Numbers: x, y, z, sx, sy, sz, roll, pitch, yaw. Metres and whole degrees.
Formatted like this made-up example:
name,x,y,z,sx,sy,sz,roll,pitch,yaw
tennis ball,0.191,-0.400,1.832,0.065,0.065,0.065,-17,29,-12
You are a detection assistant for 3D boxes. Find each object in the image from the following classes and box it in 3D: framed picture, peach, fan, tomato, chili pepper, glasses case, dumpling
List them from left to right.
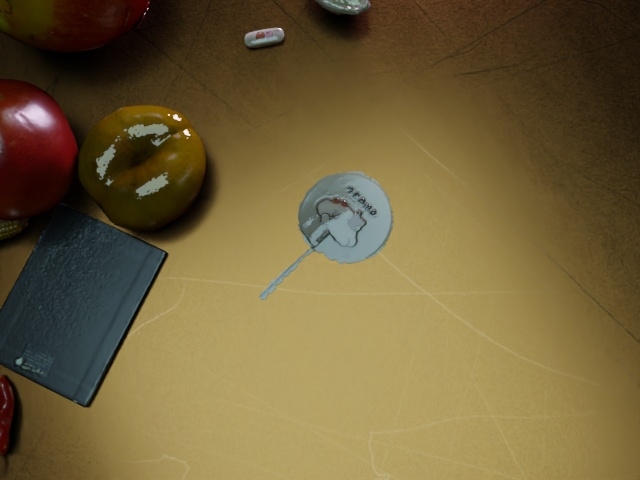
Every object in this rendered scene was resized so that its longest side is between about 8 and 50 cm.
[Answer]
name,x,y,z,sx,sy,sz,roll,pitch,yaw
chili pepper,-0.609,0.346,1.490,0.059,0.050,0.191,-11,68,19
tomato,-0.610,-0.185,1.501,0.299,0.226,0.298,8,44,-8
peach,-0.507,-0.546,1.558,0.370,0.370,0.369,-1,77,4
framed picture,-0.487,0.121,1.554,0.256,0.014,0.338,23,79,10
peach,-0.343,-0.145,1.538,0.251,0.153,0.251,-1,84,7
glasses case,-0.117,-0.423,1.648,0.083,0.021,0.032,-9,75,2
fan,0.000,0.000,1.545,0.329,0.009,0.190,-42,78,-6
dumpling,0.030,-0.531,1.619,0.136,0.118,0.199,-13,55,-1

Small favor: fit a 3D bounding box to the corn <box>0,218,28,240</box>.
name,x,y,z,sx,sy,sz,roll,pitch,yaw
corn,-0.699,-0.021,1.571,0.238,0.080,0.080,-16,76,-2
